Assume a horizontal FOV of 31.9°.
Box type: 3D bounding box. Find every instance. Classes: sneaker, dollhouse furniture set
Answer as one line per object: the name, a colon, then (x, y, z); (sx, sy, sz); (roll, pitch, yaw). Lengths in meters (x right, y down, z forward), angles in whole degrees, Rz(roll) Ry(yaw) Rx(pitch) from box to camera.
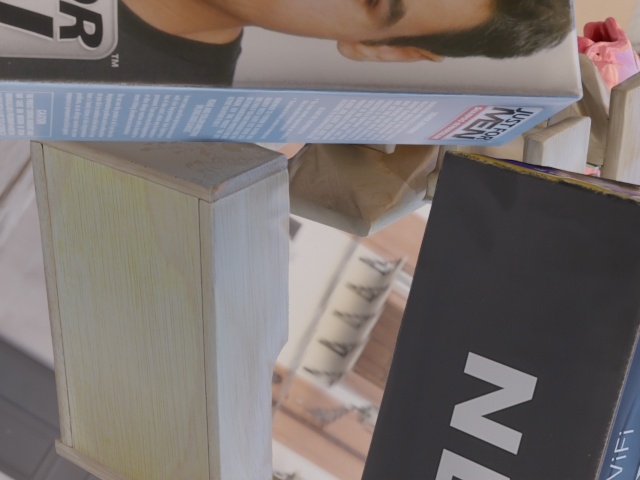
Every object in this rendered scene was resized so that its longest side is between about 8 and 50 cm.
sneaker: (0.271, -0.144, 1.206); (0.116, 0.136, 0.314); (-8, -155, 35)
dollhouse furniture set: (0.000, 0.000, 0.840); (0.394, 0.362, 0.256); (-29, 129, -46)

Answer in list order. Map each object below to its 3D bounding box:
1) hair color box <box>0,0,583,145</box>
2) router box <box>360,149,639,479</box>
hair color box: (-0.062, -0.152, 0.587); (0.113, 0.374, 0.185); (148, -59, -73)
router box: (0.103, 0.132, 0.437); (0.243, 0.081, 0.309); (5, 102, -53)
